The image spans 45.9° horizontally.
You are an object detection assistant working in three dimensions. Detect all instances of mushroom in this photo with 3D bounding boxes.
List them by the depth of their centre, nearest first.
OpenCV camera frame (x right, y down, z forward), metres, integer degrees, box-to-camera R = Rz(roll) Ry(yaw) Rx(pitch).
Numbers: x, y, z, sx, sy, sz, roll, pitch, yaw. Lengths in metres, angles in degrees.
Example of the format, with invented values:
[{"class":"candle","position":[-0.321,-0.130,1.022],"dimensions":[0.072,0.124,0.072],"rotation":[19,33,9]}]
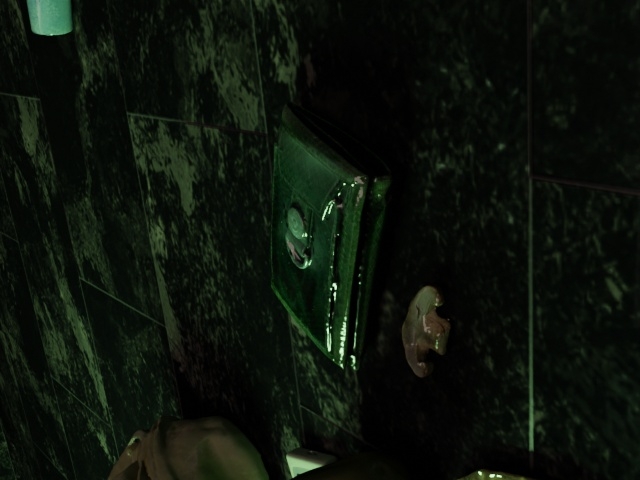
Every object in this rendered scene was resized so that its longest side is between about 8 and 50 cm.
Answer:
[{"class":"mushroom","position":[0.096,0.082,0.688],"dimensions":[0.049,0.019,0.101],"rotation":[31,130,40]}]

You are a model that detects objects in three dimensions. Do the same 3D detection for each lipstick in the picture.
[{"class":"lipstick","position":[-0.380,-0.423,1.027],"dimensions":[0.068,0.061,0.274],"rotation":[28,129,34]}]

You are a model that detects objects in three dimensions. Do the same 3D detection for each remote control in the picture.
[{"class":"remote control","position":[0.013,0.347,0.917],"dimensions":[0.087,0.029,0.190],"rotation":[-6,102,54]}]

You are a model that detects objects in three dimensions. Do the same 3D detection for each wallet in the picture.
[{"class":"wallet","position":[-0.002,0.001,0.752],"dimensions":[0.160,0.055,0.236],"rotation":[44,138,41]}]

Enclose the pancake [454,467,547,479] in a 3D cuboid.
[{"class":"pancake","position":[0.190,0.305,0.666],"dimensions":[0.212,0.029,0.235],"rotation":[33,131,40]}]

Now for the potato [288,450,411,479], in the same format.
[{"class":"potato","position":[0.008,0.309,0.778],"dimensions":[0.160,0.178,0.235],"rotation":[44,114,1]}]

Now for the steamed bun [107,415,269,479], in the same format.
[{"class":"steamed bun","position":[-0.201,0.398,1.073],"dimensions":[0.280,0.207,0.268],"rotation":[-9,99,52]}]
